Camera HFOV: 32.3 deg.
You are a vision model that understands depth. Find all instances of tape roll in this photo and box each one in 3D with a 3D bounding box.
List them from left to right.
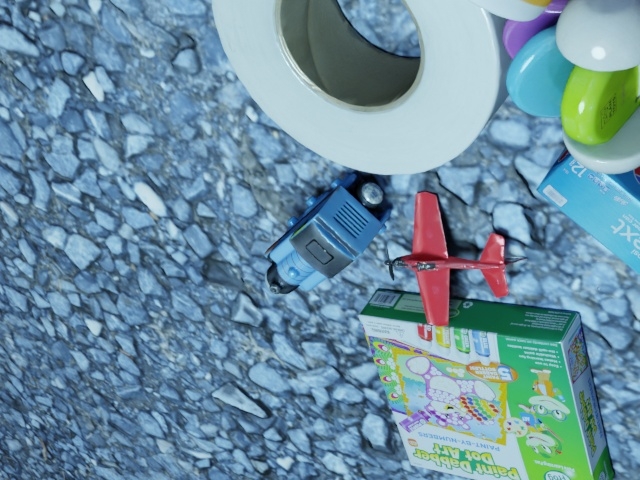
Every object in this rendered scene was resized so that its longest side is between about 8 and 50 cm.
[{"bbox_3d":[0.046,-0.201,0.978,0.286,0.100,0.286,21,137,22],"label":"tape roll"}]

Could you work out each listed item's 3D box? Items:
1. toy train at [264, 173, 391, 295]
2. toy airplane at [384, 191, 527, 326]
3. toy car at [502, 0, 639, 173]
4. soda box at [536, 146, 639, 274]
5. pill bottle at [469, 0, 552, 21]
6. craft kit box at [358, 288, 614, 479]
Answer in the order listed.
[{"bbox_3d":[0.000,0.000,1.195,0.080,0.105,0.184,45,140,-5],"label":"toy train"},{"bbox_3d":[0.137,0.026,1.147,0.151,0.028,0.151,7,110,20],"label":"toy airplane"},{"bbox_3d":[0.208,-0.154,0.839,0.136,0.182,0.159,21,152,28],"label":"toy car"},{"bbox_3d":[0.300,-0.014,0.974,0.210,0.071,0.067,40,141,0],"label":"soda box"},{"bbox_3d":[0.162,-0.294,0.720,0.152,0.152,0.272,38,118,2],"label":"pill bottle"},{"bbox_3d":[0.188,0.176,1.254,0.250,0.061,0.247,5,131,35],"label":"craft kit box"}]
